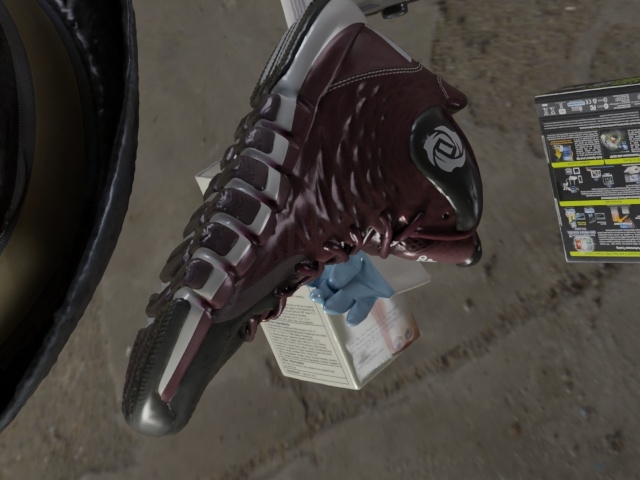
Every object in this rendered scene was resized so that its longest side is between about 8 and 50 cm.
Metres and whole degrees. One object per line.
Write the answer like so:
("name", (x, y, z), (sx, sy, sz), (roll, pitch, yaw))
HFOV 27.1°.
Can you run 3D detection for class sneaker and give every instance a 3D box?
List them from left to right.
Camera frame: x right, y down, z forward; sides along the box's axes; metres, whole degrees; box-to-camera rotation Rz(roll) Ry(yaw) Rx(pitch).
("sneaker", (0.009, 0.007, 0.766), (0.163, 0.106, 0.281), (28, 77, -12))

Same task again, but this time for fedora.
("fedora", (-0.235, -0.045, 0.497), (0.334, 0.152, 0.334), (-10, 67, 26))

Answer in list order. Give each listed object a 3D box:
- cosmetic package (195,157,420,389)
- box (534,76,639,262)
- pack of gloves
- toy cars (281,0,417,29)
("cosmetic package", (-0.012, 0.020, 1.622), (0.129, 0.153, 0.296), (-38, 118, -33))
("box", (0.385, -0.082, 1.546), (0.060, 0.270, 0.216), (-22, 102, -36))
("pack of gloves", (0.000, 0.000, 1.374), (0.046, 0.232, 0.195), (-40, 83, 28))
("toy cars", (-0.059, -0.360, 1.669), (0.394, 0.087, 0.176), (25, 97, 12))
